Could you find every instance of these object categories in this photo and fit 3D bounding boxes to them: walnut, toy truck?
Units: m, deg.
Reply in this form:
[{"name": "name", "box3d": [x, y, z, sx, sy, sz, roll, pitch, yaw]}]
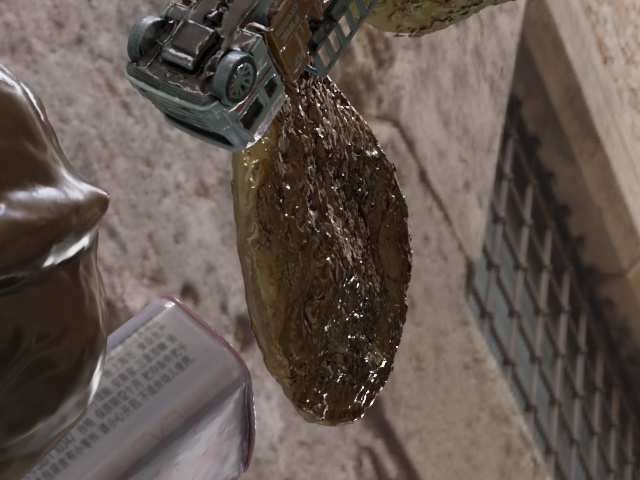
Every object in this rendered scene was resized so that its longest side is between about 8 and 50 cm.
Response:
[{"name": "walnut", "box3d": [-0.192, 0.019, 0.587, 0.224, 0.224, 0.224, 7, -47, 7]}, {"name": "toy truck", "box3d": [-0.033, -0.132, 0.850, 0.080, 0.178, 0.115, 26, -19, 26]}]

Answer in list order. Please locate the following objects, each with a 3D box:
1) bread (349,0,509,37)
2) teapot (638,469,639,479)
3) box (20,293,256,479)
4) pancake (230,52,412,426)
[{"name": "bread", "box3d": [0.063, -0.384, 1.326, 0.248, 0.279, 0.315, -22, -35, 22]}, {"name": "teapot", "box3d": [0.443, 0.286, 1.711, 0.121, 0.068, 0.076, 33, -24, 37]}, {"name": "box", "box3d": [-0.211, 0.215, 0.987, 0.112, 0.369, 0.190, 36, -30, 23]}, {"name": "pancake", "box3d": [0.002, 0.000, 1.264, 0.065, 0.356, 0.356, -8, -50, 20]}]
